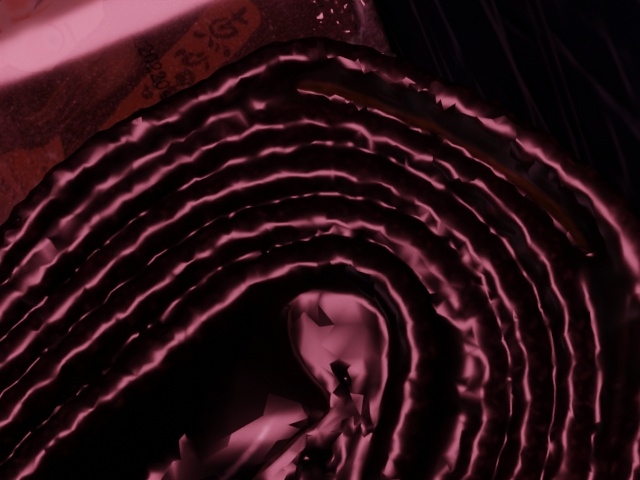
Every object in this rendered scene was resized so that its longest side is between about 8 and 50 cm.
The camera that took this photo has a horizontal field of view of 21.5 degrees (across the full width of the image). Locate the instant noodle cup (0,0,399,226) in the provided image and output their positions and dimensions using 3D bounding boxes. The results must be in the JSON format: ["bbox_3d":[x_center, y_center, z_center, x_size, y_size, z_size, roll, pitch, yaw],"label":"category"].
[{"bbox_3d":[-0.089,-0.073,0.709,0.217,0.207,0.217,158,90,-86],"label":"instant noodle cup"}]

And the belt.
[{"bbox_3d":[-0.035,0.094,0.445,0.184,0.289,0.164,41,170,11],"label":"belt"}]
